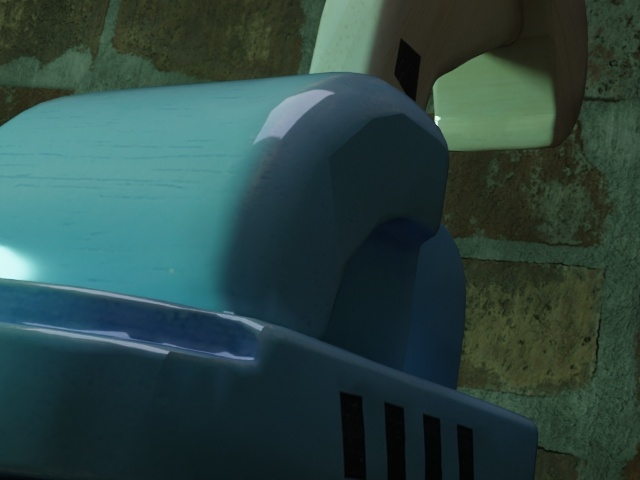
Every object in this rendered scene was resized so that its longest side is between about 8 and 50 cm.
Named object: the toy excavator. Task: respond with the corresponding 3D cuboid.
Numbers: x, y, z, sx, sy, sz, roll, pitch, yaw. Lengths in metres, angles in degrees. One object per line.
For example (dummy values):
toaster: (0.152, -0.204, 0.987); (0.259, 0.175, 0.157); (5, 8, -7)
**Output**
toy excavator: (0.000, 0.000, 0.505); (0.222, 0.445, 0.433); (2, -13, 33)
